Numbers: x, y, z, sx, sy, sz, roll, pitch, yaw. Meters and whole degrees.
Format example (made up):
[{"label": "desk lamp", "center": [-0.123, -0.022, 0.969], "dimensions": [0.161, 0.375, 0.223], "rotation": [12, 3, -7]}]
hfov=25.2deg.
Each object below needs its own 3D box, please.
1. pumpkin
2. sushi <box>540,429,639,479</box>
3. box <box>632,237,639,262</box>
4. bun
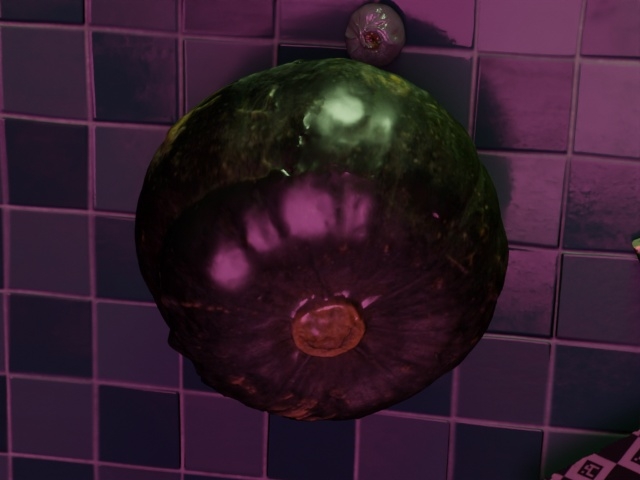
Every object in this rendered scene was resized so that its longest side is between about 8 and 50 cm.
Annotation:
[{"label": "pumpkin", "center": [0.000, 0.000, 1.702], "dimensions": [0.454, 0.344, 0.454], "rotation": [-1, 124, -1]}, {"label": "sushi", "center": [0.436, 0.342, 1.900], "dimensions": [0.290, 0.050, 0.264], "rotation": [-33, 114, 15]}, {"label": "box", "center": [0.500, 0.083, 1.810], "dimensions": [0.132, 0.034, 0.235], "rotation": [-21, 103, 15]}, {"label": "bun", "center": [0.067, -0.251, 1.764], "dimensions": [0.083, 0.045, 0.083], "rotation": [4, 109, 13]}]
